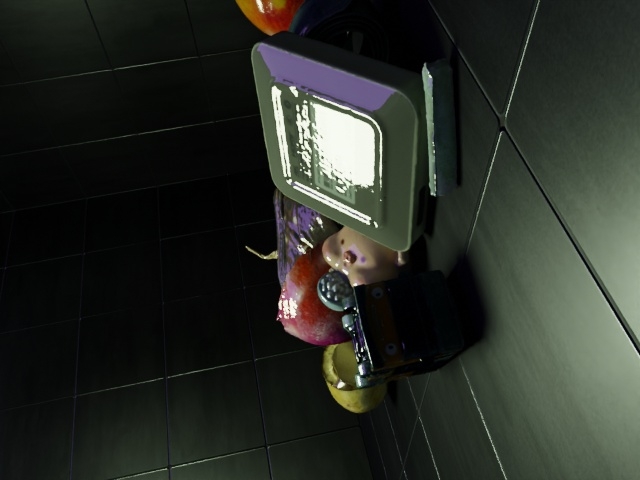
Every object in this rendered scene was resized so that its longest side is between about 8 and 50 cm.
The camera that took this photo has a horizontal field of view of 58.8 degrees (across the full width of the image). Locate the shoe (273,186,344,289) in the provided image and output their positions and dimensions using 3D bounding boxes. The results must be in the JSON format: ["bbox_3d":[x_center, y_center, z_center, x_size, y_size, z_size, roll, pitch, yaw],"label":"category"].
[{"bbox_3d":[0.000,0.000,1.592,0.171,0.237,0.383,3,-100,-50],"label":"shoe"}]

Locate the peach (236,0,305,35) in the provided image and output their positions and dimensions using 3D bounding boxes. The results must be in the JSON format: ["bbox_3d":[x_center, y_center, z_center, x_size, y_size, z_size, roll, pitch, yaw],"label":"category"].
[{"bbox_3d":[-0.094,-0.683,1.482,0.332,0.308,0.307,21,-122,-82],"label":"peach"}]

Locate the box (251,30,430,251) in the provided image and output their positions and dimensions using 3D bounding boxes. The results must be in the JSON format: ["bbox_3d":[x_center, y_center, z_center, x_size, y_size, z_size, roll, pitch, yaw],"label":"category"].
[{"bbox_3d":[0.035,-0.180,1.082,0.373,0.090,0.367,27,143,29],"label":"box"}]

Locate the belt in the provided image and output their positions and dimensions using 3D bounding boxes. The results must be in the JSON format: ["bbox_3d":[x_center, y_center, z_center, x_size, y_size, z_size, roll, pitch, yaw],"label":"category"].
[{"bbox_3d":[0.033,-0.386,1.140,0.267,0.207,0.116,110,155,-51],"label":"belt"}]

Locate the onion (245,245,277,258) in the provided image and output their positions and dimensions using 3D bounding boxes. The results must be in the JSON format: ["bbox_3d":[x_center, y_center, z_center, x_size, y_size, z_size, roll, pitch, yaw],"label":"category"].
[{"bbox_3d":[-0.007,0.015,1.886,0.358,0.345,0.358,45,-173,-6],"label":"onion"}]

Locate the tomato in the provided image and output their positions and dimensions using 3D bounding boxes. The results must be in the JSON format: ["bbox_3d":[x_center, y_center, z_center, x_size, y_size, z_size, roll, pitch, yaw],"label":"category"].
[{"bbox_3d":[0.053,0.141,1.471,0.176,0.335,0.289,41,150,41],"label":"tomato"}]

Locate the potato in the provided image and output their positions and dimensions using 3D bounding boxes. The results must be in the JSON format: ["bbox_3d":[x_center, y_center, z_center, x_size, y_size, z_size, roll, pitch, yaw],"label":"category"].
[{"bbox_3d":[0.123,0.440,1.845,0.285,0.243,0.242,-126,25,-61],"label":"potato"}]

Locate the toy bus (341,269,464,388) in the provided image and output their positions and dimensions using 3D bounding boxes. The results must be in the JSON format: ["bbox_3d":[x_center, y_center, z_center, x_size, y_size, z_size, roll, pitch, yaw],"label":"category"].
[{"bbox_3d":[0.149,0.180,1.095,0.323,0.194,0.161,85,174,-69],"label":"toy bus"}]

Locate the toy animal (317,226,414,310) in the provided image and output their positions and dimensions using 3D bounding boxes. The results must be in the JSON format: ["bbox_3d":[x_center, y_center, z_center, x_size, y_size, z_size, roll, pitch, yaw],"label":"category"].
[{"bbox_3d":[0.122,0.066,1.276,0.221,0.229,0.210,23,-169,-49],"label":"toy animal"}]

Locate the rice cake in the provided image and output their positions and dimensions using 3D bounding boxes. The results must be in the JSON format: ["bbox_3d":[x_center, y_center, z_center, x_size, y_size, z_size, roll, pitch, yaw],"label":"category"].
[{"bbox_3d":[0.182,-0.168,0.863,0.034,0.043,0.210,-122,22,-63],"label":"rice cake"}]
